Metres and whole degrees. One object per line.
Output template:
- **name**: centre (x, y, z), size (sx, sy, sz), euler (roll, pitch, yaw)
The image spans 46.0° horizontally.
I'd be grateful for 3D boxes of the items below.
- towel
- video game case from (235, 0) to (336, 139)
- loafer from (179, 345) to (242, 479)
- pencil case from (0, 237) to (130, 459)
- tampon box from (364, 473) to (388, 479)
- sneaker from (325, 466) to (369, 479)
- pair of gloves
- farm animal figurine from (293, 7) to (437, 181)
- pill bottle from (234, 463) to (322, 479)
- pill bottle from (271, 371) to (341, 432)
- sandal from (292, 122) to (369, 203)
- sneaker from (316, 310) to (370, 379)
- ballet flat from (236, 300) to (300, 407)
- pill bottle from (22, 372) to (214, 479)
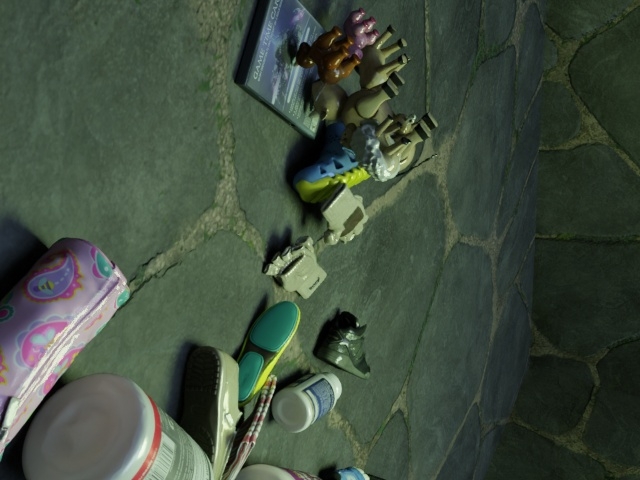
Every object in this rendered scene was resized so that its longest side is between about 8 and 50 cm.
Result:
- **towel**: centre (-0.134, 0.344, 1.359), size (0.144, 0.029, 0.197), euler (-60, -176, 27)
- **video game case**: centre (-0.050, -0.319, 1.358), size (0.274, 0.026, 0.196), euler (27, 77, -62)
- **loafer**: centre (-0.183, 0.312, 1.278), size (0.092, 0.102, 0.268), euler (7, 94, -57)
- **pencil case**: centre (-0.341, 0.130, 0.874), size (0.284, 0.124, 0.124), euler (-59, 148, -35)
- **tampon box**: centre (0.157, 0.711, 2.087), size (0.161, 0.120, 0.101), euler (42, 65, -60)
- **sneaker**: centre (0.011, 0.711, 1.833), size (0.147, 0.130, 0.330), euler (27, 73, -48)
- **pair of gloves**: centre (0.000, 0.000, 1.501), size (0.240, 0.042, 0.204), euler (-52, 156, 2)
- **farm animal figurine**: centre (0.079, -0.257, 1.407), size (0.327, 0.172, 0.330), euler (59, 31, 5)
- **pill bottle**: centre (-0.067, 0.550, 1.529), size (0.301, 0.169, 0.169), euler (44, 62, -60)
- **pill bottle**: centre (-0.023, 0.337, 1.608), size (0.169, 0.094, 0.094), euler (-16, 115, -60)
- **sandal**: centre (0.047, -0.177, 1.535), size (0.317, 0.126, 0.138), euler (-33, 92, -46)
- **sneaker**: centre (0.078, 0.249, 1.776), size (0.227, 0.087, 0.130), euler (42, 69, -54)
- **ballet flat**: centre (-0.114, 0.216, 1.422), size (0.231, 0.077, 0.077), euler (-59, 169, -28)
- **pill bottle**: centre (-0.256, 0.332, 1.059), size (0.176, 0.176, 0.318), euler (-62, 149, -28)
